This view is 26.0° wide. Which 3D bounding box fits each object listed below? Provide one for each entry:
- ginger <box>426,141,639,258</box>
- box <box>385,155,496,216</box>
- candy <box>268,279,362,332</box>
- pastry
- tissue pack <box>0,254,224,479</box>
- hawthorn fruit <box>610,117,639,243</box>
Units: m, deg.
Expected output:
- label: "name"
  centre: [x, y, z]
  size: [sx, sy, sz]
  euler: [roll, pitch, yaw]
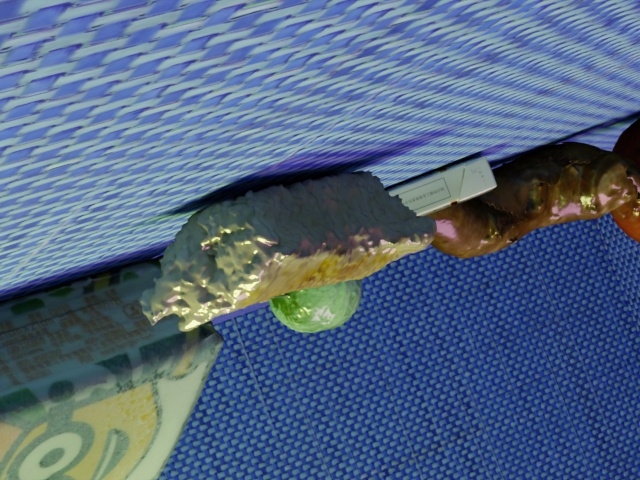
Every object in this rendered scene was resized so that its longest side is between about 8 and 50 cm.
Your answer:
- label: "ginger"
  centre: [0.228, -0.046, 1.627]
  size: [0.309, 0.107, 0.133]
  euler: [-15, -171, -21]
- label: "box"
  centre: [0.105, -0.044, 1.449]
  size: [0.154, 0.040, 0.084]
  euler: [-20, 175, 5]
- label: "candy"
  centre: [-0.100, 0.064, 1.670]
  size: [0.119, 0.119, 0.440]
  euler: [-23, 167, 35]
- label: "pastry"
  centre: [-0.014, -0.001, 1.052]
  size: [0.121, 0.089, 0.258]
  euler: [-18, 180, 36]
- label: "tissue pack"
  centre: [-0.257, 0.155, 1.185]
  size: [0.310, 0.128, 0.228]
  euler: [-17, 145, -39]
- label: "hawthorn fruit"
  centre: [0.506, -0.093, 1.745]
  size: [0.299, 0.211, 0.211]
  euler: [-28, 180, -25]
